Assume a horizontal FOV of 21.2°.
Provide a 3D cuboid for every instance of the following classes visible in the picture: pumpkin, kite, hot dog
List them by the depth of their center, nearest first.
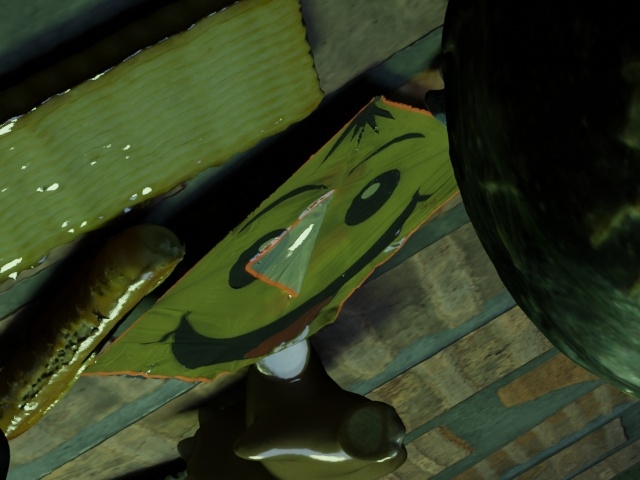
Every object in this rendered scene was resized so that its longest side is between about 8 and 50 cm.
[{"bbox_3d":[0.270,-0.111,0.812,0.454,0.344,0.454,-35,160,-15],"label":"pumpkin"},{"bbox_3d":[-0.155,0.054,1.079,0.066,0.047,0.215,-31,168,-50],"label":"hot dog"},{"bbox_3d":[-0.001,-0.002,1.152,0.377,0.013,0.327,-28,158,-27],"label":"kite"}]

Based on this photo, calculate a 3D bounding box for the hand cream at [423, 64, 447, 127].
[{"bbox_3d":[0.135,-0.142,1.022,0.067,0.042,0.194,8,134,-50],"label":"hand cream"}]

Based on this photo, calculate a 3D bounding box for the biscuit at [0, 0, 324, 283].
[{"bbox_3d":[-0.120,-0.051,0.887,0.254,0.029,0.172,-29,162,-4],"label":"biscuit"}]

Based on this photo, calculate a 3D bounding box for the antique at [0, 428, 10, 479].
[{"bbox_3d":[-0.307,0.167,0.933,0.255,0.185,0.322,-29,158,1],"label":"antique"}]

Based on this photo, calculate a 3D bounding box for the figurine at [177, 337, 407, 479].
[{"bbox_3d":[-0.031,0.188,1.409,0.173,0.177,0.247,-46,175,-9],"label":"figurine"}]

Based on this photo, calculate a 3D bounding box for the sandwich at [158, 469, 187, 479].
[{"bbox_3d":[-0.165,0.278,1.558,0.288,0.099,0.254,-31,162,4],"label":"sandwich"}]
